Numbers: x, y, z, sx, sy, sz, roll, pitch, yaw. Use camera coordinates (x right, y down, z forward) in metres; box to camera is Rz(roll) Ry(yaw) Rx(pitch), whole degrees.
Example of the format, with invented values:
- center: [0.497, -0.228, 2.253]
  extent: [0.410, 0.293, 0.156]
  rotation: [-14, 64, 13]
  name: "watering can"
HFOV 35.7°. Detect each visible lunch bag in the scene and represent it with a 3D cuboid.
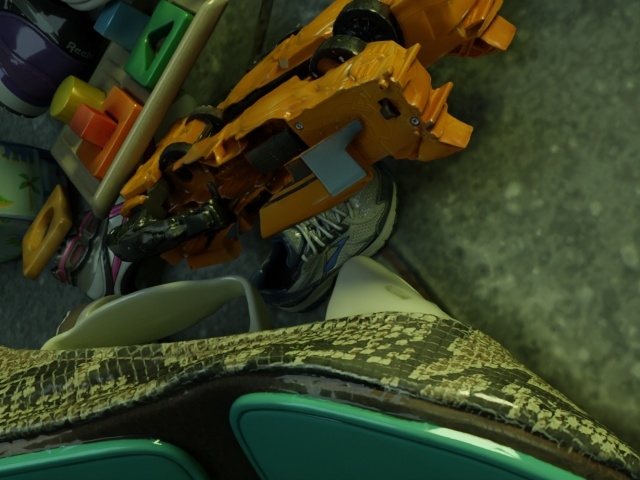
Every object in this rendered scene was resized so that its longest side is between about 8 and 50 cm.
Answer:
- center: [-0.350, -0.034, 0.881]
  extent: [0.176, 0.219, 0.090]
  rotation: [-23, 70, 39]
  name: "lunch bag"

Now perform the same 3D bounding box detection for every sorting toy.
- center: [-0.157, -0.125, 0.763]
  extent: [0.347, 0.047, 0.196]
  rotation: [-60, 30, 6]
  name: "sorting toy"

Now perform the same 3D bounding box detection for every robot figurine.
- center: [-0.022, -0.068, 0.642]
  extent: [0.291, 0.085, 0.211]
  rotation: [-25, 27, 44]
  name: "robot figurine"

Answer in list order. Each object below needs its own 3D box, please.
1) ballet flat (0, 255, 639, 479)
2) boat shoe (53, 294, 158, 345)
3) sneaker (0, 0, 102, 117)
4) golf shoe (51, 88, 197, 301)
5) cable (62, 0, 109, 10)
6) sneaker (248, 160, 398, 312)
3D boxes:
- center: [-0.044, 0.093, 0.605]
  extent: [0.483, 0.164, 0.182]
  rotation: [-5, 46, 19]
  name: "ballet flat"
- center: [-0.190, 0.204, 0.787]
  extent: [0.097, 0.117, 0.324]
  rotation: [1, 92, 39]
  name: "boat shoe"
- center: [-0.288, -0.263, 0.937]
  extent: [0.124, 0.107, 0.283]
  rotation: [-35, 75, 22]
  name: "sneaker"
- center: [-0.140, -0.033, 0.809]
  extent: [0.086, 0.067, 0.186]
  rotation: [29, 96, -1]
  name: "golf shoe"
- center: [-0.161, -0.305, 0.782]
  extent: [0.257, 0.089, 0.257]
  rotation: [-44, 40, 22]
  name: "cable"
- center: [0.000, 0.000, 0.674]
  extent: [0.135, 0.058, 0.052]
  rotation: [-52, 55, 24]
  name: "sneaker"
